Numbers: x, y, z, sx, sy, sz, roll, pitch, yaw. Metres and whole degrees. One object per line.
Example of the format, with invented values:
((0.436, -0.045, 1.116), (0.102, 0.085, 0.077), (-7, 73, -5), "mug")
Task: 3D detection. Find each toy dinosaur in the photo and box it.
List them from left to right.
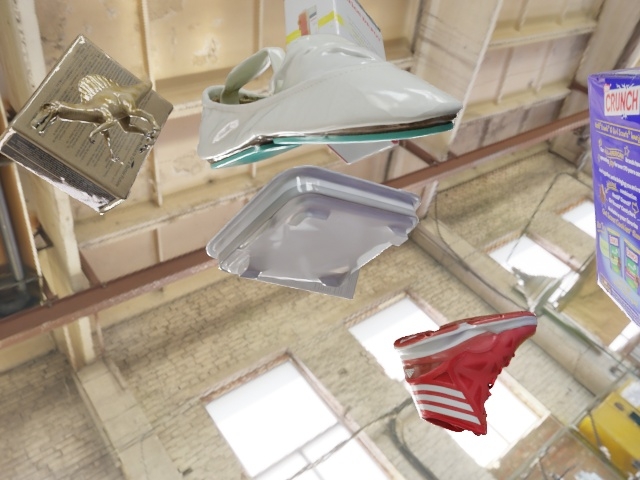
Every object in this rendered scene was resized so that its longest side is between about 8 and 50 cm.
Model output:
((-0.215, -0.144, 0.602), (0.053, 0.092, 0.183), (-34, 7, 38), "toy dinosaur")

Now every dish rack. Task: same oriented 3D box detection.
((0.000, 0.000, 0.970), (0.333, 0.072, 0.286), (10, -37, -42), "dish rack")

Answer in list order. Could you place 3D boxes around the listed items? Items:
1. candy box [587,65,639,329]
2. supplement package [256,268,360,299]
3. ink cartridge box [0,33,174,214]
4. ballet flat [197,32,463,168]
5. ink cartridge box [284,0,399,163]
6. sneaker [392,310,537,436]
((0.430, -0.051, 0.669), (0.268, 0.122, 0.317), (-65, -34, -70), "candy box")
((-0.038, 0.021, 1.480), (0.175, 0.293, 0.177), (-82, 5, -74), "supplement package")
((-0.380, -0.192, 0.917), (0.088, 0.234, 0.193), (-23, -49, 39), "ink cartridge box")
((-0.029, -0.159, 0.619), (0.139, 0.400, 0.139), (-1, -88, -40), "ballet flat")
((0.052, -0.436, 1.414), (0.161, 0.384, 0.279), (-20, -32, 29), "ink cartridge box")
((0.188, 0.161, 0.669), (0.221, 0.128, 0.087), (-7, -9, -29), "sneaker")
